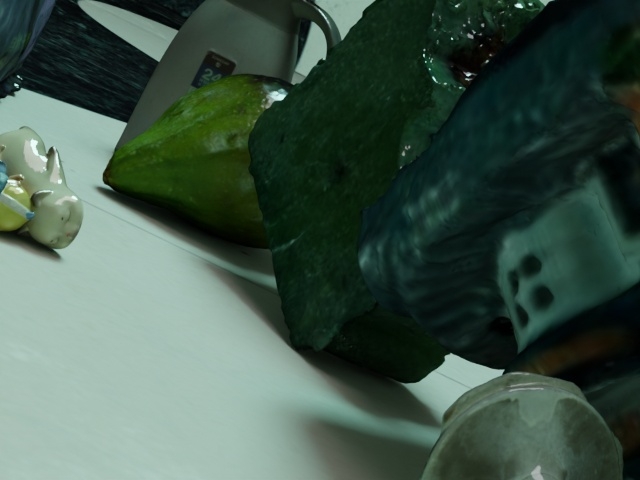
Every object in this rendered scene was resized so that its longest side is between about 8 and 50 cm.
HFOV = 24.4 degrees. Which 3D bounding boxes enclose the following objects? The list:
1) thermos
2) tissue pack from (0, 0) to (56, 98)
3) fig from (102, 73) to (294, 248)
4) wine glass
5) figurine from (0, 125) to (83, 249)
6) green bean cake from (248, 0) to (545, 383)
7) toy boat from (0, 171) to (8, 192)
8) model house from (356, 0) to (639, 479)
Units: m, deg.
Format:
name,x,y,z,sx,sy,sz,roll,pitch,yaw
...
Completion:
name,x,y,z,sx,sy,sz,roll,pitch,yaw
thermos,-0.055,-0.122,1.114,0.137,0.193,0.105,31,9,24
tissue pack,-0.208,-0.283,1.052,0.122,0.361,0.259,26,8,-7
fig,-0.067,-0.046,0.998,0.156,0.123,0.123,-20,30,-20
wine glass,0.102,0.119,0.502,0.122,0.122,0.183,23,4,-22
figurine,-0.163,-0.027,0.770,0.051,0.047,0.083,-2,34,-41
green bean cake,0.061,-0.039,0.855,0.107,0.193,0.208,30,32,-34
toy boat,-0.210,-0.047,0.670,0.137,0.060,0.061,22,31,-9
model house,0.165,0.063,0.635,0.185,0.253,0.291,4,59,-37
